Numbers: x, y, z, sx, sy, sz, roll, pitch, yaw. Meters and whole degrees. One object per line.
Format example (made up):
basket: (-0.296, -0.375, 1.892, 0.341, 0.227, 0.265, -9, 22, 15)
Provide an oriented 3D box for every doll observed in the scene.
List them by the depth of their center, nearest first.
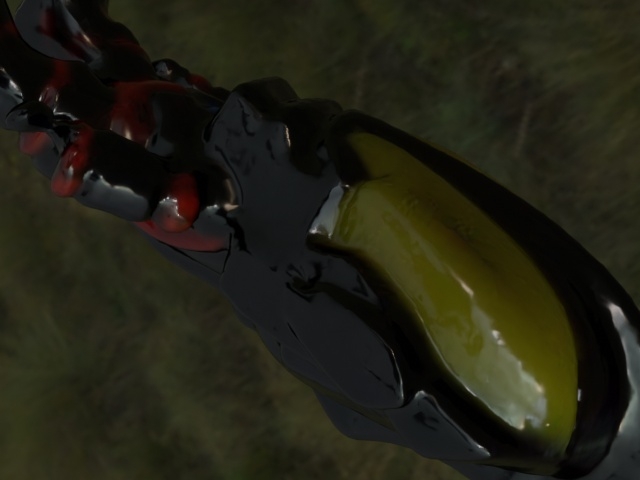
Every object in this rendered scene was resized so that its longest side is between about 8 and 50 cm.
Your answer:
doll: (0.001, -0.002, 0.466, 0.248, 0.127, 0.088, 38, 137, 14)
